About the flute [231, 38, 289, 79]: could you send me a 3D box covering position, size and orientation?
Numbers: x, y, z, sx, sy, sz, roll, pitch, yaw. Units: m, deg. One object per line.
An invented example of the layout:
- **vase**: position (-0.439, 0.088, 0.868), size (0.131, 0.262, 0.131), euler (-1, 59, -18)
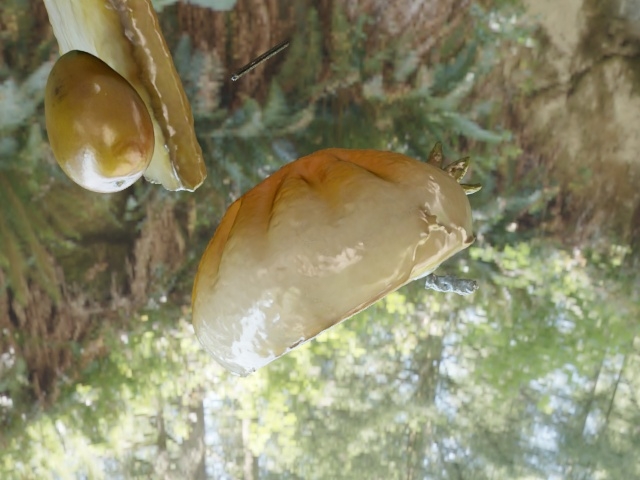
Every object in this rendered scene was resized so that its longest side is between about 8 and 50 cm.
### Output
- **flute**: position (-0.103, -0.318, 1.897), size (0.014, 0.014, 0.269), euler (14, -154, 13)

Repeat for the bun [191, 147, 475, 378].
- **bun**: position (0.000, 0.000, 1.062), size (0.299, 0.299, 0.165), euler (-29, -93, -32)

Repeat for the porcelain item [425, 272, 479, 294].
- **porcelain item**: position (0.203, 0.066, 1.667), size (0.083, 0.036, 0.028), euler (10, -106, 0)

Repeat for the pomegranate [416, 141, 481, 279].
- **pomegranate**: position (0.135, -0.030, 1.471), size (0.220, 0.156, 0.156), euler (-27, -133, -21)

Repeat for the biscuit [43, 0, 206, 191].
- **biscuit**: position (-0.312, -0.293, 1.600), size (0.104, 0.446, 0.429), euler (-23, -167, -19)

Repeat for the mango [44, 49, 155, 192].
- **mango**: position (-0.286, -0.149, 1.369), size (0.120, 0.151, 0.221), euler (-9, -147, -27)
